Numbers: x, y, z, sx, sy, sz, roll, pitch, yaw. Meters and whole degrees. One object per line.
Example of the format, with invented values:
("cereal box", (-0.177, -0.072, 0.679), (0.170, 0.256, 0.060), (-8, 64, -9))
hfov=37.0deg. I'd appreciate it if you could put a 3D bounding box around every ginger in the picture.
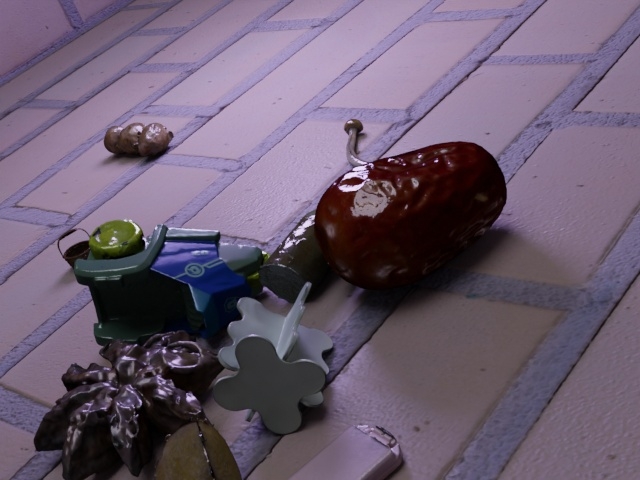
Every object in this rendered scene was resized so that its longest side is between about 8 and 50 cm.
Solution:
("ginger", (-0.473, -0.259, 2.445), (0.204, 0.080, 0.104), (7, 46, 38))

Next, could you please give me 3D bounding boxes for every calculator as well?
("calculator", (0.026, 0.303, 1.241), (0.175, 0.032, 0.100), (-36, 32, -22))

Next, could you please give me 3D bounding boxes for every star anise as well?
("star anise", (-0.296, 0.242, 1.476), (0.332, 0.117, 0.331), (-16, 25, 8))

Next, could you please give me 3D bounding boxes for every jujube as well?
("jujube", (0.146, -0.046, 1.564), (0.318, 0.223, 0.223), (-26, 30, -14))

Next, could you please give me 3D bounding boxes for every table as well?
("table", (-0.062, 0.161, 1.422), (0.167, 0.166, 0.198), (-15, 23, 13))

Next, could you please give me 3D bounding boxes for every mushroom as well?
("mushroom", (0.091, -0.181, 1.987), (0.068, 0.043, 0.306), (-43, 29, 12))

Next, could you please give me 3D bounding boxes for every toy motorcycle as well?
("toy motorcycle", (-0.249, 0.085, 1.656), (0.327, 0.191, 0.200), (-2, 37, 7))

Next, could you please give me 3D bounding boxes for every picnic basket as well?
("picnic basket", (-0.516, 0.015, 2.023), (0.072, 0.083, 0.072), (-17, 29, 10))

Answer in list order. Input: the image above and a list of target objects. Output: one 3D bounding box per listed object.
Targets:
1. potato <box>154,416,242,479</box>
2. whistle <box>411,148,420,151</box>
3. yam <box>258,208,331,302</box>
("potato", (-0.152, 0.336, 1.285), (0.101, 0.089, 0.172), (-35, 59, 18))
("whistle", (0.159, -0.113, 1.773), (0.269, 0.093, 0.180), (-25, 32, -38))
("yam", (0.000, 0.000, 1.690), (0.106, 0.106, 0.259), (3, 40, 37))
